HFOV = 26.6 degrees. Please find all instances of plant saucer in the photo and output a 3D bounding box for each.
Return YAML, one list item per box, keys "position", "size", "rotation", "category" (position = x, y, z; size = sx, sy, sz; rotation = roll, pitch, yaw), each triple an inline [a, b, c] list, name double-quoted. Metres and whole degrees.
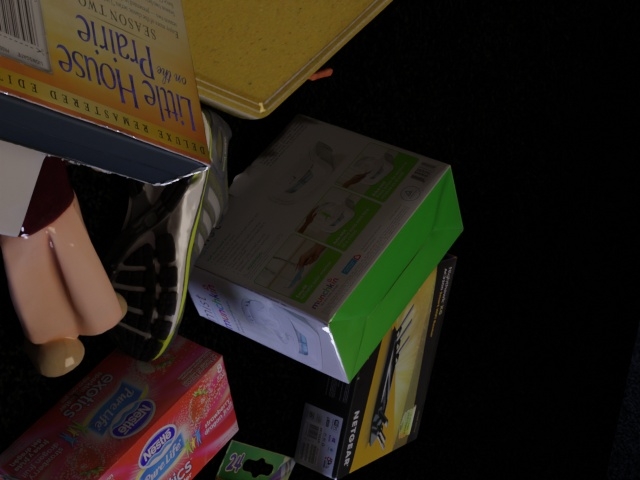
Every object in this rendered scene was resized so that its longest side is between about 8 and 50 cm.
- position: [-0.059, -0.246, 1.315]
  size: [0.333, 0.081, 0.333]
  rotation: [-41, 152, 21]
  category: "plant saucer"

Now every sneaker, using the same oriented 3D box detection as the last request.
- position: [-0.155, -0.009, 1.478]
  size: [0.121, 0.111, 0.299]
  rotation: [-8, 117, -61]
  category: "sneaker"

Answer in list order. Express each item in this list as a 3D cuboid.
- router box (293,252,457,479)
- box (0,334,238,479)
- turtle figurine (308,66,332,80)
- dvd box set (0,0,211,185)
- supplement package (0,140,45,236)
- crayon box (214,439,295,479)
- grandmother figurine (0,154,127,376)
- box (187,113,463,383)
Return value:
- position: [0.083, 0.171, 1.990]
  size: [0.243, 0.081, 0.308]
  rotation: [-14, 119, -56]
  category: "router box"
- position: [-0.220, 0.227, 1.498]
  size: [0.257, 0.123, 0.128]
  rotation: [-44, 141, -36]
  category: "box"
- position: [-0.040, -0.284, 1.498]
  size: [0.270, 0.087, 0.217]
  rotation: [13, 117, -50]
  category: "turtle figurine"
- position: [-0.220, -0.268, 1.025]
  size: [0.308, 0.062, 0.420]
  rotation: [15, 60, -60]
  category: "dvd box set"
- position: [-0.354, -0.126, 1.009]
  size: [0.293, 0.175, 0.177]
  rotation: [18, 91, -60]
  category: "supplement package"
- position: [-0.111, 0.449, 1.854]
  size: [0.203, 0.083, 0.322]
  rotation: [32, 80, -60]
  category: "crayon box"
- position: [-0.268, -0.033, 1.288]
  size: [0.207, 0.104, 0.342]
  rotation: [-58, 152, -35]
  category: "grandmother figurine"
- position: [0.000, 0.000, 1.604]
  size: [0.262, 0.231, 0.126]
  rotation: [-52, 146, -27]
  category: "box"
